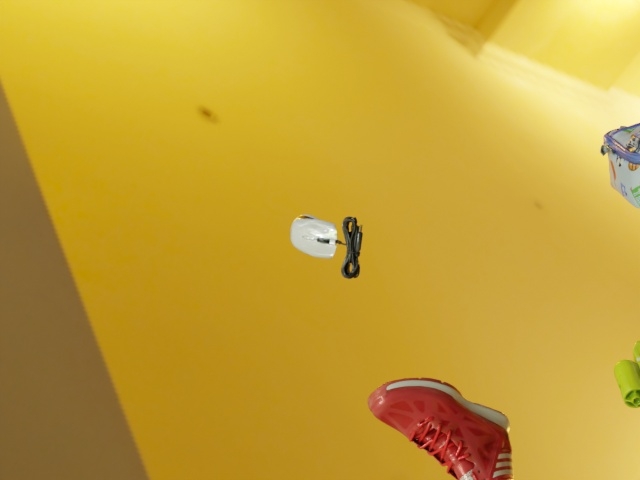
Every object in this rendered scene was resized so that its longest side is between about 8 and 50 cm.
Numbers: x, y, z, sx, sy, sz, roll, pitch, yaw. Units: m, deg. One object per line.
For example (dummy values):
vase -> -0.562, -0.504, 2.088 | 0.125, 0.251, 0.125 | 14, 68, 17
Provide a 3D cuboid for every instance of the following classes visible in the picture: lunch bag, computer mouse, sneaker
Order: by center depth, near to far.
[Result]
sneaker -> 0.166, 0.260, 1.362 | 0.221, 0.087, 0.128 | 18, -142, -23
lunch bag -> 0.583, -0.139, 1.617 | 0.243, 0.303, 0.115 | -86, -16, -72
computer mouse -> 0.000, 0.000, 1.877 | 0.042, 0.106, 0.193 | -4, -169, -41

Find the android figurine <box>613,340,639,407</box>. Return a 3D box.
android figurine -> 0.612, 0.217, 1.745 | 0.248, 0.056, 0.273 | -8, -150, 9
